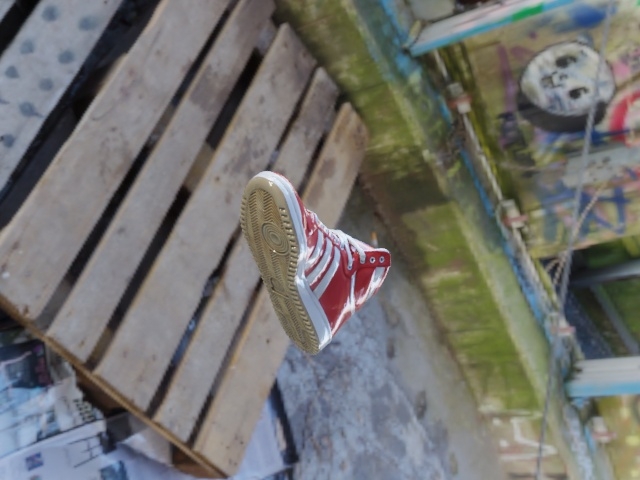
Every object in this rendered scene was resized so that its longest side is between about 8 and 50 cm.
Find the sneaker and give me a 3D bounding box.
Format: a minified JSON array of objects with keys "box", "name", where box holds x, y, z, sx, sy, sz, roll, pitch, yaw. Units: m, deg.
[{"box":[0.000,0.000,0.479,0.067,0.042,0.118,-39,136,-27],"name":"sneaker"}]
